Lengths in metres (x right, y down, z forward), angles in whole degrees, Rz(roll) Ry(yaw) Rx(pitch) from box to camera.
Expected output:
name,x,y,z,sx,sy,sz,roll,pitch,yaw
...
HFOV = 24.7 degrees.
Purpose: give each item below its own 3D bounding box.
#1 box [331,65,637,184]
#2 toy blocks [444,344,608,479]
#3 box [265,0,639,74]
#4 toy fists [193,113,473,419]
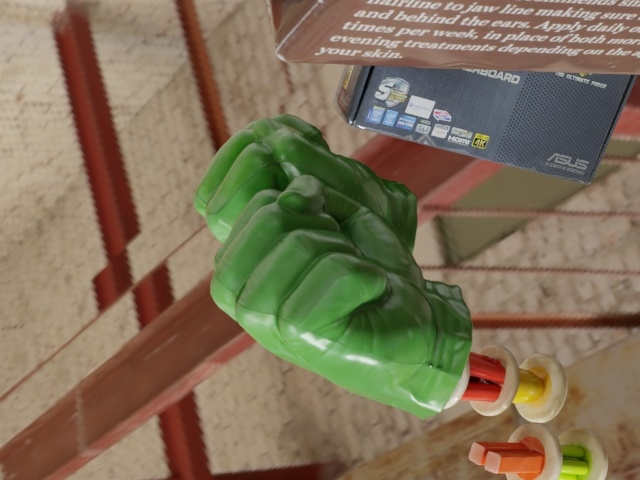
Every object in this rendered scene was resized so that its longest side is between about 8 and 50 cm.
name,x,y,z,sx,sy,sz,roll,pitch,yaw
box,0.147,-0.159,1.188,0.233,0.183,0.059,13,-161,-22
toy blocks,0.120,0.124,1.025,0.148,0.054,0.123,12,-140,-37
box,0.131,-0.185,0.413,0.191,0.381,0.143,-1,-106,-27
toy fists,0.000,0.000,0.914,0.142,0.096,0.279,20,-158,-18
